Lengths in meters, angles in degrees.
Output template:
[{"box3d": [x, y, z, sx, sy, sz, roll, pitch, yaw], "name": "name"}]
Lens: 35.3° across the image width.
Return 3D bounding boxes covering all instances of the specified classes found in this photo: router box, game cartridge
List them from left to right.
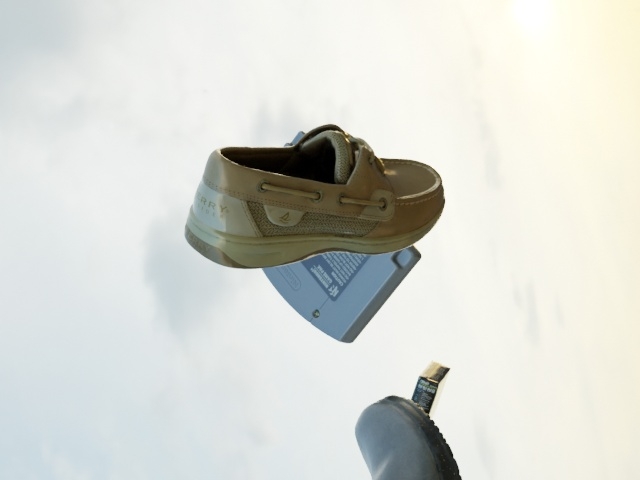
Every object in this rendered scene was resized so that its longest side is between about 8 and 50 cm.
[{"box3d": [0.000, 0.000, 1.487, 0.062, 0.198, 0.297, 7, -145, -49], "name": "game cartridge"}, {"box3d": [0.180, 0.263, 1.695, 0.122, 0.038, 0.092, -22, -50, -72], "name": "router box"}]

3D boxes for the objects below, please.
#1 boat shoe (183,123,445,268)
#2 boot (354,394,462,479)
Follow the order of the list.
[{"box3d": [0.019, -0.055, 1.022, 0.341, 0.121, 0.110, -14, -52, -46], "name": "boat shoe"}, {"box3d": [0.035, 0.281, 0.970, 0.338, 0.222, 0.118, -129, 28, -61], "name": "boot"}]
